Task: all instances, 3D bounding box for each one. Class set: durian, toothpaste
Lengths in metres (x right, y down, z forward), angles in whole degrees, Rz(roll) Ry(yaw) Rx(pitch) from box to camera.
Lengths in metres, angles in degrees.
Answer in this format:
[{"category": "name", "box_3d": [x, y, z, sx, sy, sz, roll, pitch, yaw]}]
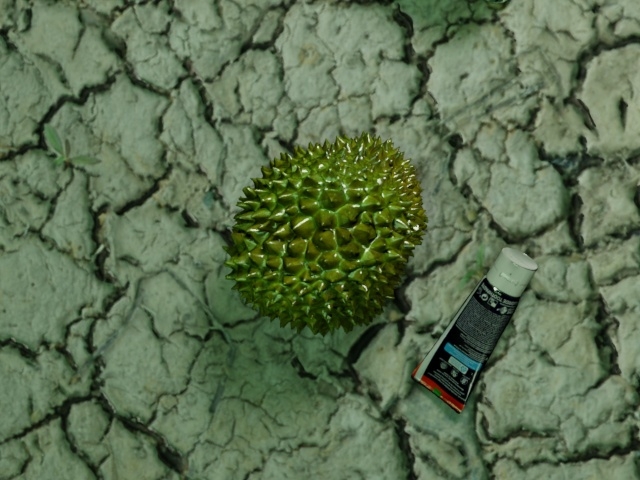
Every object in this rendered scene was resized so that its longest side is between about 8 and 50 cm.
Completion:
[{"category": "durian", "box_3d": [0.001, -0.003, 1.817, 0.200, 0.176, 0.237, 51, 120, 25]}, {"category": "toothpaste", "box_3d": [0.171, 0.097, 1.847, 0.071, 0.045, 0.193, 35, 112, 17]}]

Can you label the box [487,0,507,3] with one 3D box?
[{"category": "box", "box_3d": [0.144, -0.334, 1.763, 0.172, 0.093, 0.124, 26, 104, 11]}]
